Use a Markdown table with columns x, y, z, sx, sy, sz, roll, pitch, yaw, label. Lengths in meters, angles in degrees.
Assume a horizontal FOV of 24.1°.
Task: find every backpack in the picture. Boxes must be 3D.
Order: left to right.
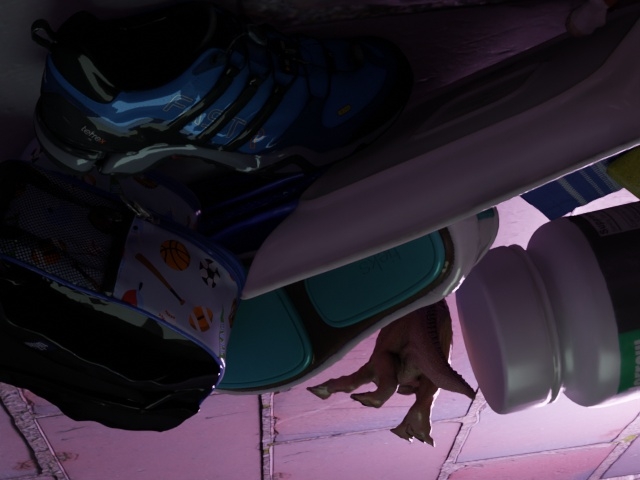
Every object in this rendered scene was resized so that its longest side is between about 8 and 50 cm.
| x | y | z | sx | sy | sz | roll | pitch | yaw | label |
| --- | --- | --- | --- | --- | --- | --- | --- | --- | --- |
| -0.203 | 0.050 | 1.327 | 0.263 | 0.213 | 0.276 | 29 | 149 | -13 | backpack |

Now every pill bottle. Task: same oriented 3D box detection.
| x | y | z | sx | sy | sz | roll | pitch | yaw | label |
| --- | --- | --- | --- | --- | --- | --- | --- | --- | --- |
| 0.338 | 0.061 | 1.578 | 0.361 | 0.204 | 0.204 | -13 | 159 | -8 | pill bottle |

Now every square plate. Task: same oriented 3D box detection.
| x | y | z | sx | sy | sz | roll | pitch | yaw | label |
| --- | --- | --- | --- | --- | --- | --- | --- | --- | --- |
| 0.130 | -0.090 | 1.169 | 0.347 | 0.049 | 0.344 | -22 | -167 | 30 | square plate |

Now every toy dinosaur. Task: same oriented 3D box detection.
| x | y | z | sx | sy | sz | roll | pitch | yaw | label |
| --- | --- | --- | --- | --- | --- | --- | --- | --- | --- |
| 0.103 | 0.108 | 1.652 | 0.127 | 0.200 | 0.295 | 30 | 169 | -10 | toy dinosaur |

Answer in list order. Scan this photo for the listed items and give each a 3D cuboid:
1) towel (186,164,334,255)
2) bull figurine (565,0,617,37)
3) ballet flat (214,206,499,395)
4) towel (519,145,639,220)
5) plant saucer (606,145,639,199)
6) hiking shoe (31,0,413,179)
| x | y | z | sx | sy | sz | roll | pitch | yaw | label |
| --- | --- | --- | --- | --- | --- | --- | --- | --- | --- |
| 0.000 | 0.000 | 1.512 | 0.227 | 0.076 | 0.308 | -19 | 157 | 25 | towel |
| 0.239 | -0.222 | 1.017 | 0.310 | 0.101 | 0.188 | -6 | 165 | 7 | bull figurine |
| 0.009 | 0.046 | 1.390 | 0.139 | 0.139 | 0.400 | 11 | 153 | -42 | ballet flat |
| 0.311 | -0.119 | 1.306 | 0.336 | 0.040 | 0.243 | -26 | 162 | 16 | towel |
| 0.382 | -0.050 | 1.320 | 0.188 | 0.045 | 0.188 | -33 | 132 | 32 | plant saucer |
| -0.064 | -0.121 | 1.139 | 0.304 | 0.113 | 0.132 | -10 | 148 | -18 | hiking shoe |
